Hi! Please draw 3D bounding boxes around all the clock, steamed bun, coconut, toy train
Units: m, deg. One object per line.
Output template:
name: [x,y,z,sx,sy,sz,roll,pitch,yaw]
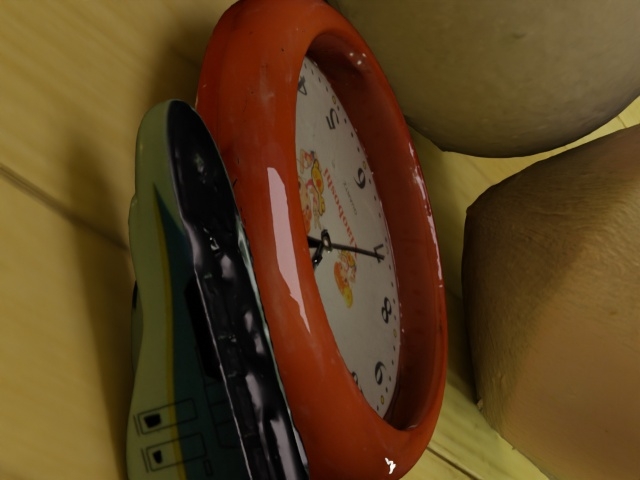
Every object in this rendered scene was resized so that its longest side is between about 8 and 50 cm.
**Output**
clock: [0.000,0.000,0.785,0.205,0.051,0.205,-13,90,-70]
steamed bun: [0.102,-0.187,0.995,0.283,0.177,0.283,-14,90,-70]
coconut: [0.177,0.045,1.001,0.224,0.234,0.224,19,90,-76]
toy train: [-0.035,0.070,0.650,0.052,0.051,0.234,1,73,-69]
